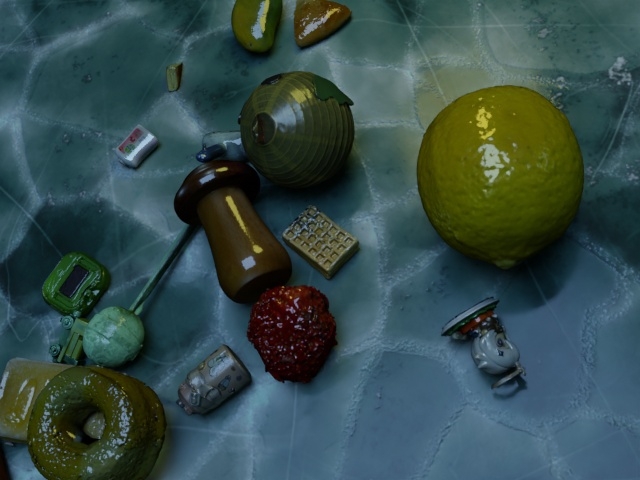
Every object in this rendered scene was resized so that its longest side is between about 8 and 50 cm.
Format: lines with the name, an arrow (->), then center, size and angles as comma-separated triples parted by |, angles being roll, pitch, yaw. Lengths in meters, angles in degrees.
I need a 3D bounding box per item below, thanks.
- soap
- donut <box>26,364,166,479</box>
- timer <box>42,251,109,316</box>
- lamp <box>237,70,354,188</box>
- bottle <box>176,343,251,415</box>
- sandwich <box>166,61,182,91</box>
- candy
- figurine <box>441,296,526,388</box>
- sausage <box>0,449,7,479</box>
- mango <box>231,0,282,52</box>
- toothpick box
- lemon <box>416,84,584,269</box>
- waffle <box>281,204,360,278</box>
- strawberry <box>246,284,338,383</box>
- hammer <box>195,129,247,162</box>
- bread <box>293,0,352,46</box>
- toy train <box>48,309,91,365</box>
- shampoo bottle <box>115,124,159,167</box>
soap -> -0.524, 0.341, 1.755 | 0.274, 0.089, 0.174 | 4, 68, 15
donut -> -0.436, 0.352, 1.624 | 0.272, 0.107, 0.272 | -6, 67, 13
timer -> -0.540, 0.096, 1.894 | 0.128, 0.047, 0.140 | 30, 78, 24
lamp -> -0.065, -0.226, 1.786 | 0.250, 0.284, 0.250 | 5, 100, 33
bottle -> -0.218, 0.285, 1.694 | 0.152, 0.099, 0.099 | -38, 62, -6
sandwich -> -0.355, -0.405, 2.079 | 0.030, 0.044, 0.083 | -1, 68, 10
candy -> -0.349, 0.080, 1.837 | 0.119, 0.119, 0.440 | 22, 65, 23
figurine -> 0.310, 0.199, 1.589 | 0.132, 0.132, 0.154 | -31, 74, 0
sausage -> -0.726, 0.405, 1.778 | 0.097, 0.094, 0.348 | -40, 63, 10
mango -> -0.156, -0.537, 2.062 | 0.122, 0.085, 0.191 | 8, 67, 15
toothpick box -> -0.179, -0.027, 1.779 | 0.192, 0.192, 0.294 | -29, 67, 1
lemon -> 0.337, -0.125, 1.619 | 0.336, 0.336, 0.336 | -6, 65, 13
waffle -> 0.000, 0.000, 1.795 | 0.148, 0.042, 0.102 | 39, 80, 27
strawberry -> -0.053, 0.163, 1.654 | 0.184, 0.201, 0.187 | 24, 54, 5
hammer -> -0.223, -0.196, 1.875 | 0.116, 0.194, 0.070 | 0, 104, 15
bread -> -0.022, -0.516, 2.036 | 0.154, 0.054, 0.136 | 24, 77, 26
toy train -> -0.524, 0.211, 1.829 | 0.081, 0.050, 0.122 | 22, 89, 13
shampoo bottle -> -0.433, -0.216, 2.011 | 0.072, 0.043, 0.099 | 37, 79, 26
